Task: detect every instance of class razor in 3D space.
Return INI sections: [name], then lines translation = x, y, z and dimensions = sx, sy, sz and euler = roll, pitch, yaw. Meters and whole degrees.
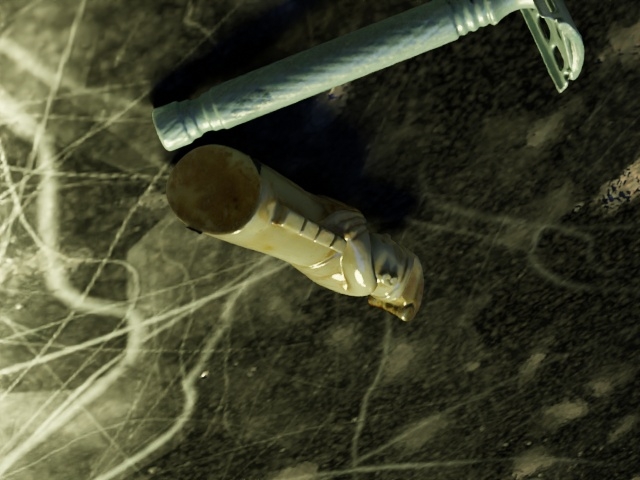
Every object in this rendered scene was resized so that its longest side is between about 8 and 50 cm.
[razor]
translation = 0.018, -0.102, 0.874
dimensions = 0.232, 0.106, 0.068
euler = -21, 144, 5

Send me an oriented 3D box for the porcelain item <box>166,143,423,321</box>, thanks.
[porcelain item]
translation = 0.000, 0.000, 0.979
dimensions = 0.213, 0.084, 0.054
euler = 26, 89, -50
